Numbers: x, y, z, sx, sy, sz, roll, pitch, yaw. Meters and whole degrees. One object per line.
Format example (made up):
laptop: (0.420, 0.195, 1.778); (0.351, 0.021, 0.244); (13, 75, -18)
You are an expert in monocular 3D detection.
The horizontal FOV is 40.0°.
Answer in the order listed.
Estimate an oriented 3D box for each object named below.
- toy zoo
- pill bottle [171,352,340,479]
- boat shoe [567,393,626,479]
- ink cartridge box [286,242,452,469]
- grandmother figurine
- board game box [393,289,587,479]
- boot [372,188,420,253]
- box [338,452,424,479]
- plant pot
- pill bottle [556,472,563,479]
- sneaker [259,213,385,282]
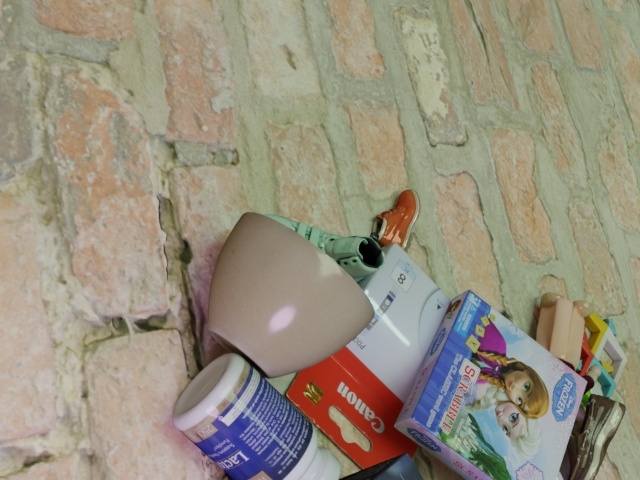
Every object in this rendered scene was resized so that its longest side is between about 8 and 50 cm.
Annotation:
toy zoo: (0.635, 0.284, 2.084); (0.192, 0.030, 0.293); (49, 51, -12)
pill bottle: (-0.099, 0.321, 1.427); (0.265, 0.153, 0.153); (46, 52, -14)
boat shoe: (0.577, 0.457, 1.940); (0.095, 0.095, 0.257); (27, 68, 15)
ink cartridge box: (0.144, 0.241, 1.687); (0.308, 0.091, 0.385); (46, 51, -15)
grandmother figurine: (0.512, 0.273, 1.924); (0.207, 0.104, 0.343); (9, 50, 11)
board game box: (0.334, 0.309, 1.676); (0.318, 0.066, 0.319); (37, 55, -9)
boot: (0.156, -0.051, 1.829); (0.084, 0.059, 0.158); (28, 59, -21)
box: (0.039, 0.574, 1.376); (0.395, 0.212, 0.294); (-28, 83, -40)
plant pot: (-0.078, 0.117, 1.467); (0.284, 0.284, 0.191); (43, 73, -17)
pill bottle: (0.409, 0.517, 1.775); (0.184, 0.103, 0.103); (-17, 84, -41)
sneaker: (0.000, 0.000, 1.627); (0.255, 0.151, 0.094); (24, 61, -27)
